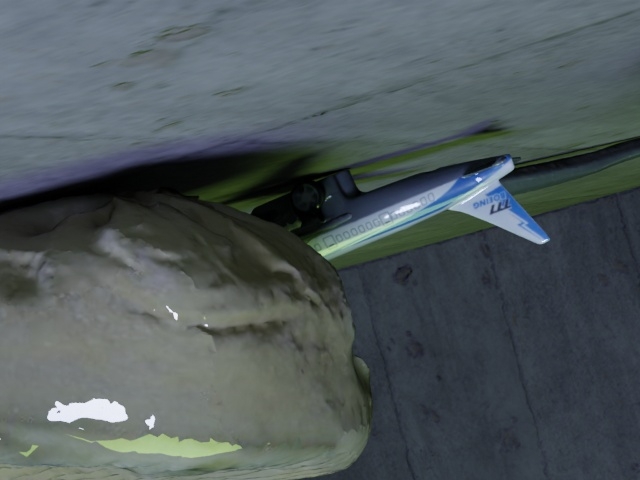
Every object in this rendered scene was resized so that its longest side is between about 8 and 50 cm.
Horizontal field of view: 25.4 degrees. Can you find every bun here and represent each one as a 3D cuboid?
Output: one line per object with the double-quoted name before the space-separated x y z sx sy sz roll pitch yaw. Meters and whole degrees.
"bun" -0.086 0.040 0.561 0.237 0.116 0.210 8 165 -42

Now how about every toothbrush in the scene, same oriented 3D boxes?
"toothbrush" 0.178 -0.050 1.049 0.297 0.030 0.030 -12 150 -27

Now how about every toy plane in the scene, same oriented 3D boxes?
"toy plane" 0.001 -0.004 0.729 0.226 0.058 0.226 -12 -179 14
